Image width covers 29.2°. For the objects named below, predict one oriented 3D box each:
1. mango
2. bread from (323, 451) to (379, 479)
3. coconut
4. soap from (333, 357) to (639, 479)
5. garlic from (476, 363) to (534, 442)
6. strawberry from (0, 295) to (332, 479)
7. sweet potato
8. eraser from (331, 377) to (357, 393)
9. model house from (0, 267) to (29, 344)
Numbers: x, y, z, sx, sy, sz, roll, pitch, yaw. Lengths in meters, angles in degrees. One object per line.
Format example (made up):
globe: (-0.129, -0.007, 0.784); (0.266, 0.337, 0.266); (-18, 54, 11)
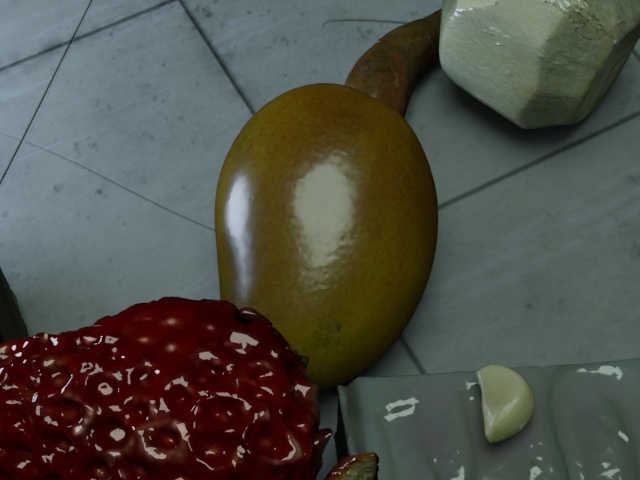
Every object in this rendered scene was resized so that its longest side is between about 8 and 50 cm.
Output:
mango: (0.000, 0.000, 1.411); (0.264, 0.221, 0.378); (11, 68, 4)
bread: (-0.012, 0.297, 1.079); (0.095, 0.269, 0.139); (13, 36, -2)
coconut: (0.271, -0.283, 1.563); (0.247, 0.245, 0.245); (37, 66, 17)
soap: (0.241, 0.294, 1.208); (0.435, 0.213, 0.350); (-4, 56, -1)
garlic: (0.175, 0.151, 1.157); (0.053, 0.041, 0.083); (-15, 44, 6)
strawberry: (-0.179, 0.201, 1.193); (0.345, 0.317, 0.295); (5, 81, -12)
sweet potato: (0.095, -0.221, 1.619); (0.097, 0.097, 0.292); (21, 59, 16)
eraser: (0.058, 0.179, 1.402); (0.099, 0.019, 0.027); (25, 61, 17)
model house: (-0.491, 0.118, 1.386); (0.282, 0.297, 0.317); (-29, 97, -5)
